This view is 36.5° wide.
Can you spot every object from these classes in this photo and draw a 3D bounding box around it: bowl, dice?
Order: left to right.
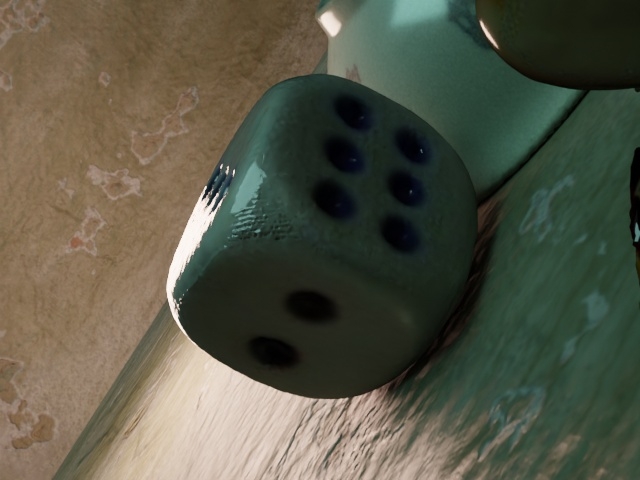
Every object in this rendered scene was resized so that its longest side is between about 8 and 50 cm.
[{"bbox_3d":[0.000,0.000,0.778,0.192,0.194,0.193,-46,20,46],"label":"dice"},{"bbox_3d":[0.122,-0.233,0.933,0.435,0.196,0.435,-54,12,17],"label":"bowl"}]

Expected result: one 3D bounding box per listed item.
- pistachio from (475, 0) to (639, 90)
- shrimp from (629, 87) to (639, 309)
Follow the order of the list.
[{"bbox_3d":[0.192,-0.175,0.444,0.288,0.197,0.166,-34,-34,-5],"label":"pistachio"},{"bbox_3d":[0.185,-0.016,0.447,0.287,0.063,0.152,-91,24,-68],"label":"shrimp"}]
